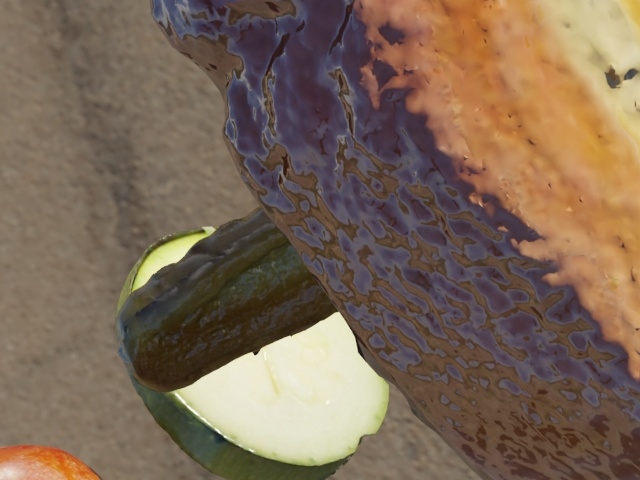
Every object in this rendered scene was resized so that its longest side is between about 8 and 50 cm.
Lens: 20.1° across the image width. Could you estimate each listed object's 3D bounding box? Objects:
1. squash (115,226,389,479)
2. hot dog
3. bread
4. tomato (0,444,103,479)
[{"bbox_3d":[-0.050,0.084,1.347,0.041,0.219,0.219,-52,37,39],"label":"squash"},{"bbox_3d":[0.000,0.000,0.845,0.215,0.066,0.047,-29,36,-6],"label":"hot dog"},{"bbox_3d":[0.099,-0.022,0.450,0.190,0.244,0.123,-35,3,-23],"label":"bread"},{"bbox_3d":[-0.235,0.272,1.343,0.232,0.232,0.188,-34,4,31],"label":"tomato"}]
